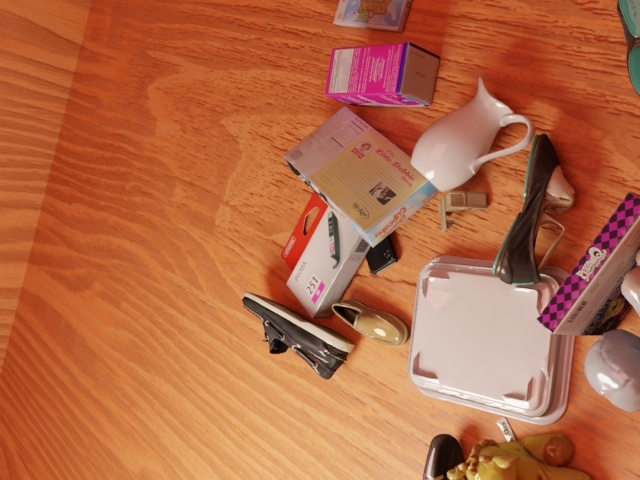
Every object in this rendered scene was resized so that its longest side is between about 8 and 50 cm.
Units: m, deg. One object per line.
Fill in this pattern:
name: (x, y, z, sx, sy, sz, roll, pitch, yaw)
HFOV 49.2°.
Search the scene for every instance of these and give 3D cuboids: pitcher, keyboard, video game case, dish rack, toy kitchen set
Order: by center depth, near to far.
video game case: (0.455, 0.046, 1.064, 0.042, 0.210, 0.232, 46, 116, 39)
dish rack: (0.297, 0.175, 1.299, 0.333, 0.072, 0.285, 5, 87, 43)
pitcher: (0.284, -0.180, 1.313, 0.207, 0.125, 0.177, -47, 45, 10)
toy kitchen set: (0.278, -0.053, 1.377, 0.083, 0.075, 0.068, 116, 155, -76)
keyboard: (0.126, -0.026, 1.528, 0.108, 0.023, 0.180, -38, 60, 41)
video game case: (0.132, -0.582, 1.601, 0.212, 0.023, 0.193, 24, 101, 43)

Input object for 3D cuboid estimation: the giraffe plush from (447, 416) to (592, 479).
giraffe plush: (0.320, 0.394, 1.171, 0.210, 0.171, 0.181, 48, 117, 37)

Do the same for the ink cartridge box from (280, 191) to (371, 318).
ink cartridge box: (0.000, 0.000, 1.605, 0.239, 0.060, 0.275, 49, 121, 38)

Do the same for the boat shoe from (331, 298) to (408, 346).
boat shoe: (0.099, 0.177, 1.487, 0.190, 0.072, 0.068, 19, 97, 44)

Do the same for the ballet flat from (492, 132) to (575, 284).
ballet flat: (0.387, -0.049, 1.225, 0.096, 0.095, 0.280, 16, 83, 23)

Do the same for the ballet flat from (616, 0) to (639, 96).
ballet flat: (0.535, -0.319, 1.138, 0.074, 0.074, 0.203, -18, 72, 41)

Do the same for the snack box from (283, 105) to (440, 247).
snack box: (0.081, -0.146, 1.502, 0.187, 0.060, 0.322, -39, 51, -6)

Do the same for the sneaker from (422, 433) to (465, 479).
sneaker: (0.184, 0.503, 1.338, 0.163, 0.107, 0.281, -1, 84, 47)

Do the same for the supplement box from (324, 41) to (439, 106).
supplement box: (0.129, -0.355, 1.510, 0.220, 0.111, 0.113, 13, 93, 45)

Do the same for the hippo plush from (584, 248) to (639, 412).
hippo plush: (0.520, 0.143, 1.018, 0.236, 0.295, 0.234, 118, 163, -51)

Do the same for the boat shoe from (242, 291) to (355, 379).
boat shoe: (-0.075, 0.219, 1.615, 0.340, 0.127, 0.113, 23, 88, 34)
